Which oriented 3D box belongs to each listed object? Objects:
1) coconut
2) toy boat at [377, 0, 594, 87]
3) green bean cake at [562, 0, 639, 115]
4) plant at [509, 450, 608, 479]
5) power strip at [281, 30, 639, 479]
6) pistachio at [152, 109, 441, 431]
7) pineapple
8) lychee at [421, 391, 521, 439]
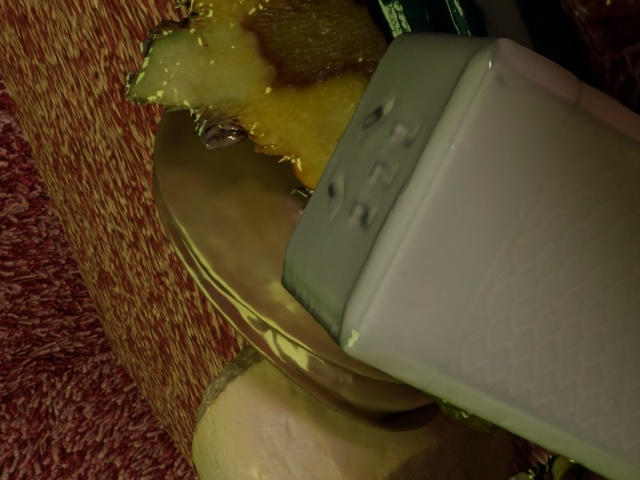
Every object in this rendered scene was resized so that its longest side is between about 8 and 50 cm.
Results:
[{"bbox_3d":[0.032,0.192,1.011,0.244,0.239,0.239,50,160,34],"label":"coconut"},{"bbox_3d":[0.098,-0.081,0.671,0.299,0.061,0.096,66,163,-9],"label":"toy boat"},{"bbox_3d":[0.143,-0.114,0.496,0.136,0.056,0.135,62,162,-1],"label":"green bean cake"},{"bbox_3d":[0.156,0.171,0.835,0.116,0.104,0.122,-123,20,-55],"label":"plant"},{"bbox_3d":[0.114,0.017,0.566,0.224,0.139,0.140,26,-178,-17],"label":"power strip"},{"bbox_3d":[0.000,0.000,0.887,0.293,0.181,0.162,52,146,8],"label":"pistachio"},{"bbox_3d":[-0.028,-0.122,0.782,0.250,0.164,0.140,53,-156,-19],"label":"pineapple"},{"bbox_3d":[0.113,0.062,0.758,0.146,0.114,0.114,20,148,16],"label":"lychee"}]
